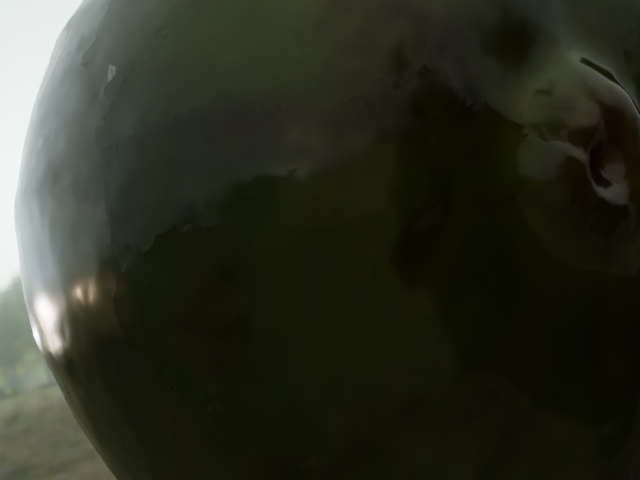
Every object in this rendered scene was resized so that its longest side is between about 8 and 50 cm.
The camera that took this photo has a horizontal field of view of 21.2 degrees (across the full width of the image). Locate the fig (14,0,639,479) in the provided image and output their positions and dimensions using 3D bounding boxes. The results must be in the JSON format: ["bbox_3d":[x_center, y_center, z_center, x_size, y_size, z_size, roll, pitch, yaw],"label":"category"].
[{"bbox_3d":[0.000,0.000,0.465,0.203,0.203,0.225,-14,4,-36],"label":"fig"}]
